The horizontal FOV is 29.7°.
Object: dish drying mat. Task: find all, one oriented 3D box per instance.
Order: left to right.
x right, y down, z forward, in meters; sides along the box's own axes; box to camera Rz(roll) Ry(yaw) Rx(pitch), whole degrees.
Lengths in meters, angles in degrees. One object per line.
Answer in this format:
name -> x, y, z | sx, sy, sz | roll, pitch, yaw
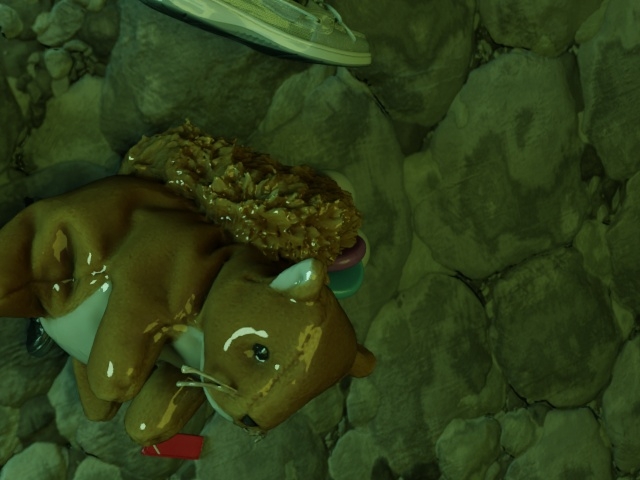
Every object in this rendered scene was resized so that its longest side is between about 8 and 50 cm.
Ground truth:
dish drying mat -> -0.188, 0.262, 1.541 | 0.083, 0.008, 0.032 | 13, 89, -35

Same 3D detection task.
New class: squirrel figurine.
squirrel figurine -> -0.107, 0.035, 1.316 | 0.397, 0.370, 0.281 | -57, 138, -31

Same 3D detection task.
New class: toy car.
toy car -> 0.000, 0.000, 1.550 | 0.159, 0.136, 0.182 | -26, 111, -29

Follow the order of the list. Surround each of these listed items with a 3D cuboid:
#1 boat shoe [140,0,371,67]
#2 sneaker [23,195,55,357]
boat shoe -> -0.067, -0.287, 1.475 | 0.320, 0.118, 0.103 | 16, 93, -28
sneaker -> -0.327, 0.042, 1.389 | 0.089, 0.051, 0.170 | 28, 76, -36
